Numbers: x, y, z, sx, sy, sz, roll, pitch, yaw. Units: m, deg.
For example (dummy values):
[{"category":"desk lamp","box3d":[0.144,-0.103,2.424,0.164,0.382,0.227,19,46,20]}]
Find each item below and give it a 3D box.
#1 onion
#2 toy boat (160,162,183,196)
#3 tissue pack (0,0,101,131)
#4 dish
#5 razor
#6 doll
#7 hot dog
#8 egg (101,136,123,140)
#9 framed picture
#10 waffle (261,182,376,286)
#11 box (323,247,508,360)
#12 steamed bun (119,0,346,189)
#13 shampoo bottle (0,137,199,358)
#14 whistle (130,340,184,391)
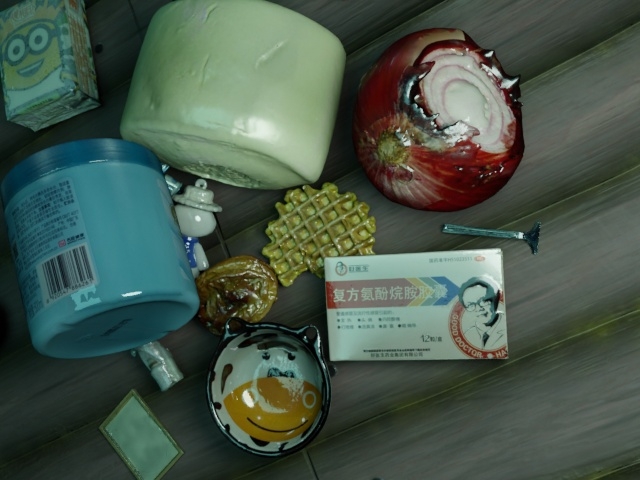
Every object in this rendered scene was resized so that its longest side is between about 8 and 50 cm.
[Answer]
[{"category":"onion","box3d":[0.208,-0.206,1.255,0.341,0.341,0.341,-2,83,19]},{"category":"toy boat","box3d":[-0.376,-0.142,1.583,0.102,0.088,0.215,33,96,-15]},{"category":"tissue pack","box3d":[-0.705,-0.467,1.703,0.228,0.128,0.311,-16,77,17]},{"category":"dish","box3d":[-0.095,0.301,1.397,0.303,0.120,0.303,-1,87,15]},{"category":"razor","box3d":[0.340,-0.017,1.328,0.190,0.033,0.066,7,86,21]},{"category":"doll","box3d":[-0.310,0.000,1.521,0.138,0.119,0.293,17,95,12]},{"category":"hot dog","box3d":[-0.198,0.126,1.451,0.227,0.099,0.160,-40,89,31]},{"category":"egg","box3d":[-0.515,-0.170,1.589,0.198,0.146,0.146,-23,77,13]},{"category":"framed picture","box3d":[-0.423,0.469,1.560,0.201,0.010,0.136,45,100,19]},{"category":"waffle","box3d":[0.000,0.000,1.436,0.253,0.056,0.249,26,93,19]},{"category":"box","box3d":[0.187,0.130,1.323,0.353,0.069,0.214,-4,90,13]},{"category":"steamed bun","box3d":[-0.191,-0.322,1.391,0.456,0.290,0.371,9,82,15]},{"category":"shampoo bottle","box3d":[-0.443,0.027,1.339,0.331,0.331,0.343,-26,69,15]},{"category":"whistle","box3d":[-0.430,0.188,1.541,0.142,0.134,0.346,-35,83,9]}]
